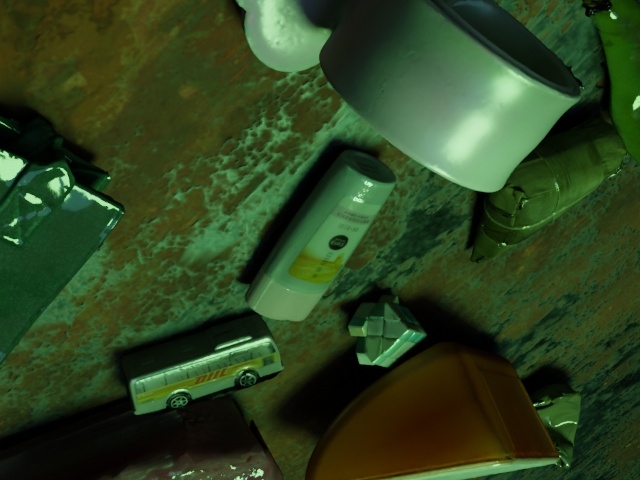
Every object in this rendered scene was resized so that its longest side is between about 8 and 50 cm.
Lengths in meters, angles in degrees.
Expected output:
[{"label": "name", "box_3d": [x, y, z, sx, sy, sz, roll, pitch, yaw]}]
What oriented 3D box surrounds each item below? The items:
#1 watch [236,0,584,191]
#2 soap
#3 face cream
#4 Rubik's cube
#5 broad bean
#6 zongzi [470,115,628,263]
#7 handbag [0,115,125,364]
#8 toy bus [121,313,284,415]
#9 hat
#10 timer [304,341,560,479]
[{"label": "watch", "box_3d": [0.088, -0.162, 0.812, 0.248, 0.217, 0.211, 18, 120, -41]}, {"label": "soap", "box_3d": [-0.204, 0.285, 1.164, 0.324, 0.127, 0.220, -18, 138, -14]}, {"label": "face cream", "box_3d": [0.000, 0.000, 1.045, 0.084, 0.057, 0.198, 11, 125, -35]}, {"label": "Rubik's cube", "box_3d": [0.069, 0.103, 1.181, 0.084, 0.073, 0.075, -35, 156, -1]}, {"label": "broad bean", "box_3d": [0.321, -0.175, 1.053, 0.075, 0.067, 0.325, -59, 138, -15]}, {"label": "zongzi", "box_3d": [0.250, -0.048, 1.131, 0.160, 0.078, 0.176, -18, 148, -13]}, {"label": "handbag", "box_3d": [-0.346, -0.028, 0.804, 0.238, 0.089, 0.326, -44, 136, 16]}, {"label": "toy bus", "box_3d": [-0.128, 0.136, 1.112, 0.172, 0.057, 0.072, -17, 128, -13]}, {"label": "hat", "box_3d": [0.288, 0.249, 1.460, 0.175, 0.085, 0.147, -3, 125, 5]}, {"label": "timer", "box_3d": [0.129, 0.249, 1.261, 0.250, 0.161, 0.257, -31, 158, 18]}]
